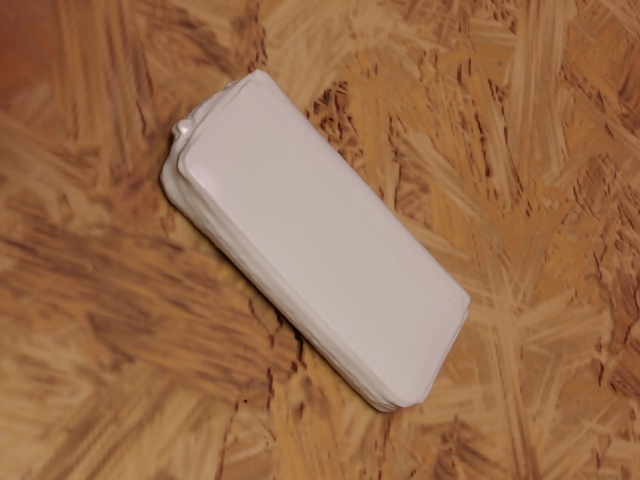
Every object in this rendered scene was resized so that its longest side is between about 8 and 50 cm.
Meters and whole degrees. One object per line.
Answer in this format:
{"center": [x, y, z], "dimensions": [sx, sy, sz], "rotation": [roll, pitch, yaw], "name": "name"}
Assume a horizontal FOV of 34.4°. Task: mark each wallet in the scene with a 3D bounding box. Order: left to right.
{"center": [0.000, 0.000, 0.530], "dimensions": [0.190, 0.033, 0.095], "rotation": [46, 49, -17], "name": "wallet"}
